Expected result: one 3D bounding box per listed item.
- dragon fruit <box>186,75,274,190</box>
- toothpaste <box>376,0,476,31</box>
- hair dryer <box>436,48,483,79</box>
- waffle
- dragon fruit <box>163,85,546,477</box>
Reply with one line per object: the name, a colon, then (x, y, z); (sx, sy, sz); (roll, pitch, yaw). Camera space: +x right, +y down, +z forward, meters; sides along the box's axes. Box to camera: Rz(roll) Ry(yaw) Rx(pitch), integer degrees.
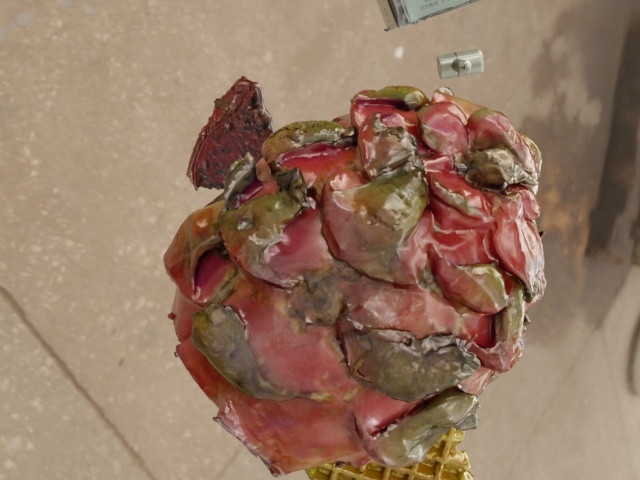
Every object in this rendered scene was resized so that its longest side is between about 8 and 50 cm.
dragon fruit: (-0.086, -0.115, 1.015); (0.063, 0.097, 0.131); (-71, 166, -50)
toothpaste: (0.204, -0.276, 0.948); (0.089, 0.313, 0.071); (-105, 175, -79)
hair dryer: (0.261, -0.320, 1.826); (0.137, 0.082, 0.047); (-93, 174, -78)
waffle: (0.112, 0.363, 1.705); (0.283, 0.309, 0.065); (57, 25, -14)
dragon fruit: (0.042, 0.017, 0.741); (0.291, 0.250, 0.269); (-44, -179, 6)
